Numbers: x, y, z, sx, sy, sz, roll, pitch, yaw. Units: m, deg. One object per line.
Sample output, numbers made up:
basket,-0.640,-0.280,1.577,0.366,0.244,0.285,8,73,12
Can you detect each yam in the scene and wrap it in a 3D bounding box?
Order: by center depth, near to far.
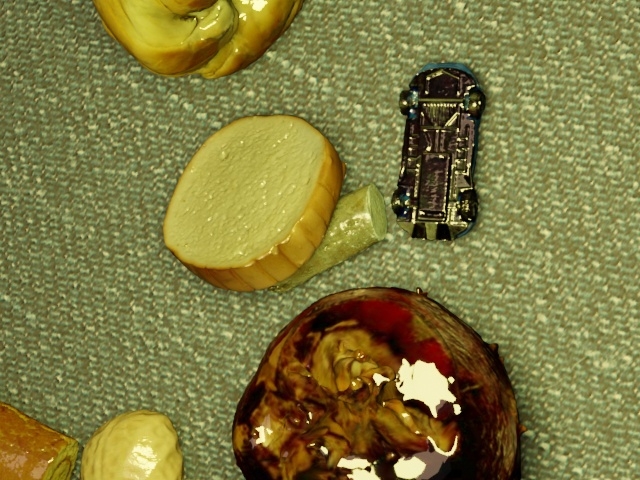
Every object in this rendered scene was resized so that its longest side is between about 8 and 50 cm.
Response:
yam,0.000,0.000,1.777,0.179,0.078,0.078,-26,80,15

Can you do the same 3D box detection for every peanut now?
peanut,-0.235,0.292,1.826,0.141,0.109,0.159,-16,70,46

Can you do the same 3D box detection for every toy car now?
toy car,0.144,-0.105,1.737,0.103,0.063,0.216,3,83,19

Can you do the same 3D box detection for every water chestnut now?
water chestnut,0.061,0.205,1.615,0.335,0.347,0.335,-4,76,18

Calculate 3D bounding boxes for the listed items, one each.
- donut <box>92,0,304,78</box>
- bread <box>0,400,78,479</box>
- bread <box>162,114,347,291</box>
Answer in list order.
donut,-0.097,-0.341,1.694,0.360,0.360,0.170,-47,74,12
bread,-0.411,0.280,1.891,0.172,0.103,0.132,25,102,18
bread,-0.078,-0.048,1.760,0.236,0.070,0.236,-16,54,23
